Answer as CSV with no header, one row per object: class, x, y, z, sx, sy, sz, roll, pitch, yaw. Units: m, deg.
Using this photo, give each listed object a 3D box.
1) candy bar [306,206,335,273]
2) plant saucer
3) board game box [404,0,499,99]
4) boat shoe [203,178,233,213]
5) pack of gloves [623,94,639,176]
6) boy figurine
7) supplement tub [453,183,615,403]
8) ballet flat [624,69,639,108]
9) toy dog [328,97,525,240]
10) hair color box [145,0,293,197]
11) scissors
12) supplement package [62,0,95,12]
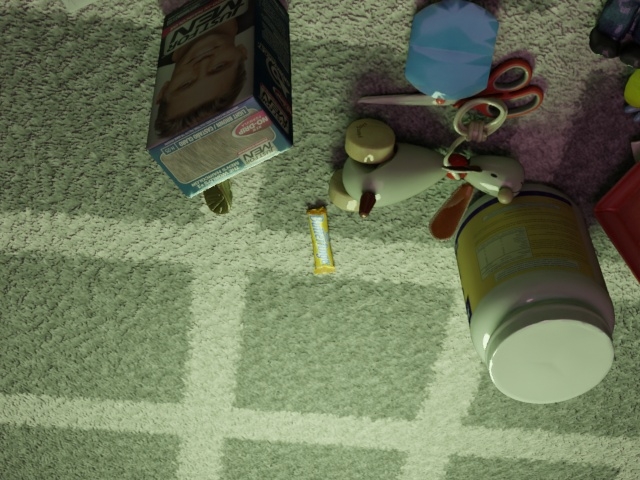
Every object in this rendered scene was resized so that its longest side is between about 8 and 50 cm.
candy bar,0.000,0.000,2.086,0.040,0.018,0.161,-6,132,2
plant saucer,0.604,-0.028,1.913,0.048,0.258,0.259,-9,150,-37
board game box,0.205,-0.304,1.815,0.133,0.033,0.168,7,123,0
boat shoe,-0.182,-0.117,1.961,0.056,0.048,0.153,-5,126,18
pack of gloves,0.623,-0.193,1.893,0.232,0.046,0.195,-12,119,19
boy figurine,0.507,-0.395,1.704,0.177,0.092,0.285,23,132,2
supplement tub,0.365,0.087,1.973,0.241,0.331,0.241,-1,131,-2
ballet flat,0.551,-0.260,1.775,0.077,0.077,0.231,32,138,-15
toy dog,0.173,-0.093,1.908,0.334,0.161,0.220,-9,138,8
hair color box,-0.139,-0.234,1.650,0.174,0.347,0.105,-25,128,18
scissors,0.216,-0.225,1.894,0.297,0.021,0.109,-13,133,7
supplement package,-0.270,-0.445,1.594,0.244,0.139,0.134,-20,128,15
